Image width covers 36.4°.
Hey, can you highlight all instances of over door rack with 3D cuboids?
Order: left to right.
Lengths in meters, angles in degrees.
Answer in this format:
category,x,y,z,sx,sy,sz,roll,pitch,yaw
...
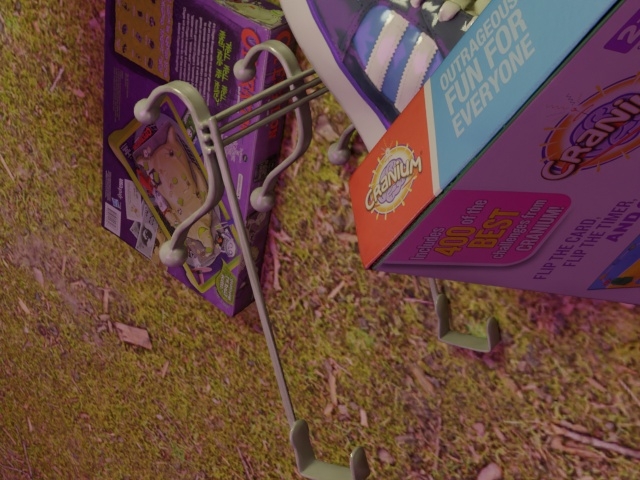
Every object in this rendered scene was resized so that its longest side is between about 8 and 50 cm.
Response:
category,x,y,z,sx,sy,sz,roll,pitch,yaw
over door rack,0.000,0.000,0.784,0.108,0.239,0.324,-11,107,43

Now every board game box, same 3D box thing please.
category,x,y,z,sx,sy,sz,roll,pitch,yaw
board game box,-0.135,-0.106,0.987,0.208,0.056,0.347,36,135,26
board game box,0.210,-0.052,0.528,0.242,0.316,0.064,-50,40,46

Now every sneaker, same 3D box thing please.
category,x,y,z,sx,sy,sz,roll,pitch,yaw
sneaker,0.123,-0.148,0.678,0.236,0.130,0.323,-23,96,39
